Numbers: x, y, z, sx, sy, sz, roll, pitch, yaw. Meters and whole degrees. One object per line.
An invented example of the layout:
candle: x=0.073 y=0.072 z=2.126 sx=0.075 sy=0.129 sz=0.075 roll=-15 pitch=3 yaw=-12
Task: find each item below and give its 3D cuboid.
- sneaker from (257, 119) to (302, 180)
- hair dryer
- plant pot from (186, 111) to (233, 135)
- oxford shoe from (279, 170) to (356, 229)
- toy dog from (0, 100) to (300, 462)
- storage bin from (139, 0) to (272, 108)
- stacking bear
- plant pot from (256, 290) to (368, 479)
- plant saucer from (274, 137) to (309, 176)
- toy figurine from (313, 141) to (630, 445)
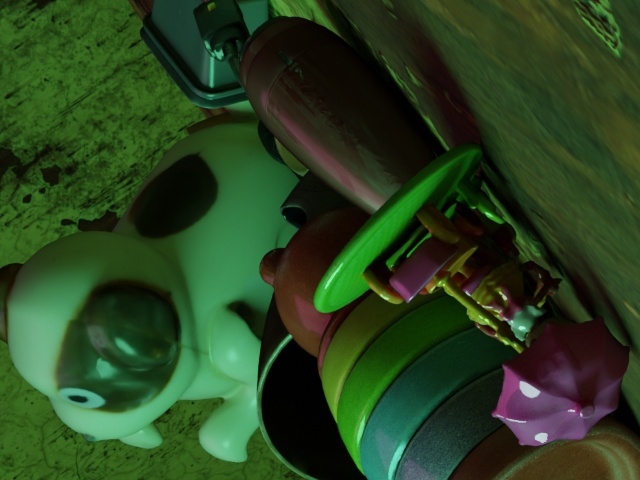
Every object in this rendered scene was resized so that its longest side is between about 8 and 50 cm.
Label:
sneaker: x=-0.013 y=-0.088 z=1.756 sx=0.170 sy=0.051 sz=0.089 roll=48 pitch=173 yaw=29
hair dryer: x=0.031 y=-0.078 z=1.235 sx=0.224 sy=0.080 sz=0.293 roll=37 pitch=-170 yaw=-27
plant pot: x=-0.092 y=-0.112 z=2.229 sx=0.134 sy=0.095 sz=0.134 roll=55 pitch=176 yaw=6
oxford shoe: x=0.050 y=0.017 z=1.417 sx=0.097 sy=0.098 sz=0.271 roll=57 pitch=176 yaw=-33
toy dog: x=-0.143 y=0.053 z=1.857 sx=0.285 sy=0.408 sz=0.395 roll=19 pitch=124 yaw=32
storage bin: x=-0.087 y=-0.191 z=1.501 sx=0.135 sy=0.098 sz=0.091 roll=53 pitch=149 yaw=39
stacking bear: x=0.069 y=0.089 z=1.207 sx=0.289 sy=0.175 sz=0.164 roll=49 pitch=160 yaw=38
plant pot: x=0.034 y=0.085 z=1.717 sx=0.215 sy=0.215 sz=0.230 roll=57 pitch=-170 yaw=-30
plant saucer: x=-0.020 y=-0.095 z=1.681 sx=0.083 sy=0.015 sz=0.083 roll=31 pitch=132 yaw=41
toy figurine: x=0.104 y=0.044 z=0.999 sx=0.159 sy=0.130 sz=0.173 roll=45 pitch=-163 yaw=12
